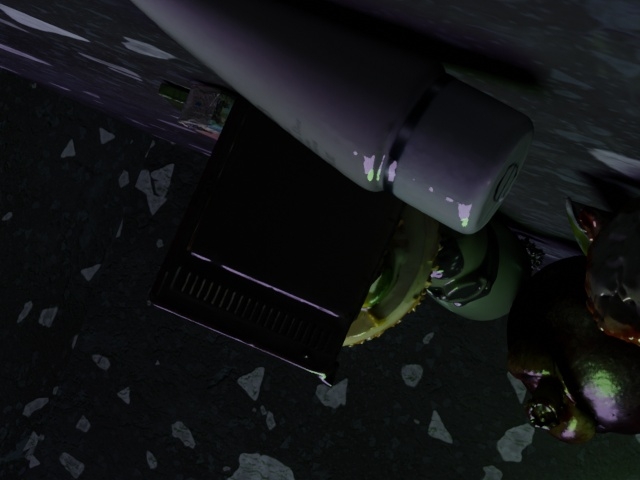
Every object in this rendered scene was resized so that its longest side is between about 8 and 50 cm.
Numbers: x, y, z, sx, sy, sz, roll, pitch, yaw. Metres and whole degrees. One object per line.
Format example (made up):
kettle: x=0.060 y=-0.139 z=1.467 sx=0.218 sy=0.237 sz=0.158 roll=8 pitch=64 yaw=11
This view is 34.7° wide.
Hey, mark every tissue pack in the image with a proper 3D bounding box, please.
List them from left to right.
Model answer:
tissue pack: x=-0.119 y=-0.156 z=1.296 sx=0.094 sy=0.058 sz=0.074 roll=20 pitch=179 yaw=-43

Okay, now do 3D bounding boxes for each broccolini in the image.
broccolini: x=0.313 y=-0.011 z=1.817 sx=0.074 sy=0.058 sz=0.201 roll=41 pitch=-179 yaw=-45

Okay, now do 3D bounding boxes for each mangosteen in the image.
mangosteen: x=0.422 y=0.172 z=1.553 sx=0.297 sy=0.293 sz=0.297 roll=21 pitch=170 yaw=4

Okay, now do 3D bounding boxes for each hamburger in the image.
hamburger: x=0.000 y=0.000 z=1.272 sx=0.291 sy=0.290 sz=0.225 roll=21 pitch=175 yaw=34

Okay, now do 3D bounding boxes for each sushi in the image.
sushi: x=0.298 y=0.032 z=0.715 sx=0.124 sy=0.129 sz=0.332 roll=26 pitch=173 yaw=-23

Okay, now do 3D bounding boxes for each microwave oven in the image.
microwave oven: x=-0.024 y=-0.024 z=0.919 sx=0.178 sy=0.247 sz=0.188 roll=24 pitch=179 yaw=-2

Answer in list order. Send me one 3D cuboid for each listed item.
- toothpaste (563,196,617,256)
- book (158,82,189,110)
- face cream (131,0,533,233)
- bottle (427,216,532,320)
toothpaste: x=0.274 y=0.001 z=0.963 sx=0.248 sy=0.047 sz=0.078 roll=6 pitch=-123 yaw=-65
book: x=-0.086 y=-0.161 z=1.522 sx=0.290 sy=0.026 sz=0.201 roll=21 pitch=179 yaw=7
face cream: x=-0.020 y=-0.109 z=0.647 sx=0.314 sy=0.089 sz=0.143 roll=29 pitch=-177 yaw=16
bottle: x=0.214 y=0.025 z=1.563 sx=0.169 sy=0.168 sz=0.347 roll=21 pitch=178 yaw=24
